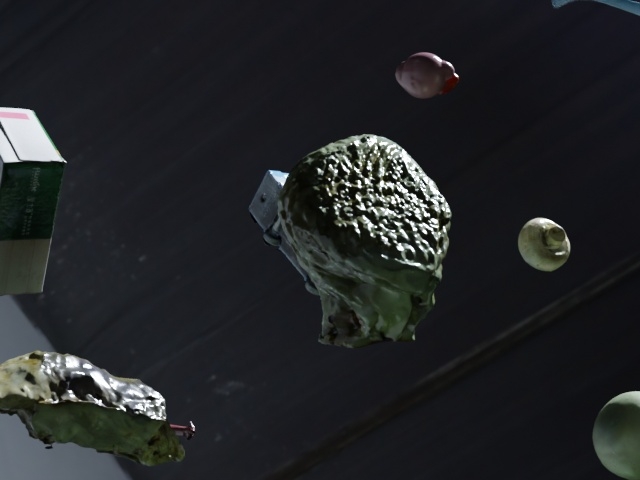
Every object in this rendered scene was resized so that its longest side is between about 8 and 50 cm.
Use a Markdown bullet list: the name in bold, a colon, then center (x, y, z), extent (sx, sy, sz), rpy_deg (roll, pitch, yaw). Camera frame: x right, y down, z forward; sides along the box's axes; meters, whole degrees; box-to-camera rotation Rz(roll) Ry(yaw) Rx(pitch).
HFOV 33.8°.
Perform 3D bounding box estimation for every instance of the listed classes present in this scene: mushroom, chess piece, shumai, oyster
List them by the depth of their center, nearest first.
- **shumai**: center (0.039, 0.003, 1.365), extent (0.225, 0.222, 0.260), rpy_deg (3, 53, -26)
- **oyster**: center (-0.325, 0.237, 1.506), extent (0.341, 0.110, 0.166), rpy_deg (28, 10, -22)
- **chess piece**: center (0.542, 0.313, 1.509), extent (0.330, 0.182, 0.182), rpy_deg (23, 26, -17)
- **mushroom**: center (0.336, 0.005, 1.573), extent (0.083, 0.067, 0.083), rpy_deg (10, 63, -20)

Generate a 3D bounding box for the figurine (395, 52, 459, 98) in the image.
- **figurine**: center (0.154, -0.240, 1.533), extent (0.071, 0.083, 0.067), rpy_deg (41, 45, -52)

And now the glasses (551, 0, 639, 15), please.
- **glasses**: center (0.467, -0.329, 1.522), extent (0.189, 0.220, 0.088), rpy_deg (-21, 108, -41)

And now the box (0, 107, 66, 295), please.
- **box**: center (-0.385, -0.047, 1.301), extent (0.081, 0.199, 0.135), rpy_deg (-1, 35, -34)

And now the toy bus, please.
- **toy bus**: center (0.000, 0.000, 1.844), extent (0.131, 0.106, 0.297), rpy_deg (0, 39, -45)

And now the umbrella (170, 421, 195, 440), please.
- **umbrella**: center (-0.259, 0.311, 1.728), extent (0.027, 0.165, 0.025), rpy_deg (-38, 112, -41)
